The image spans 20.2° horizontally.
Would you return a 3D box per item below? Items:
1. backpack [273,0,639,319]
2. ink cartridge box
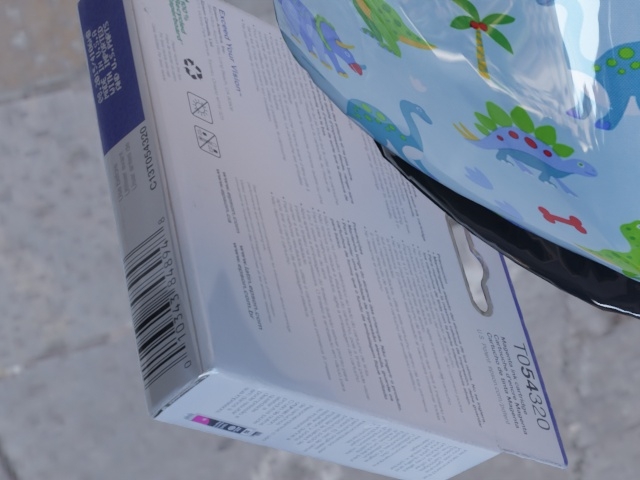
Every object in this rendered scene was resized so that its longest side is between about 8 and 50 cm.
[{"bbox_3d":[0.106,-0.138,0.718,0.273,0.290,0.356,-34,146,-33],"label":"backpack"},{"bbox_3d":[0.000,0.000,1.206,0.330,0.324,0.071,22,132,-42],"label":"ink cartridge box"}]
